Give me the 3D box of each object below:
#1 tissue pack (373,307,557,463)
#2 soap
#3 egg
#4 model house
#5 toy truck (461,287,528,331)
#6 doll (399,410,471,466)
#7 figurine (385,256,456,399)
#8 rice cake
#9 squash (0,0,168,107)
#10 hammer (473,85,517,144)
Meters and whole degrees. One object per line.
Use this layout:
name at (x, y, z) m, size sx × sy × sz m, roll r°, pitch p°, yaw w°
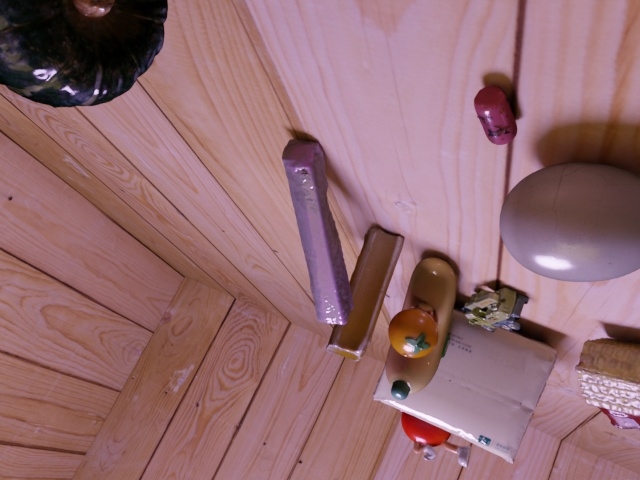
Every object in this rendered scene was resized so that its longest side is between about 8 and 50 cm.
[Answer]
tissue pack at (0.356, 0.331, 1.558) m, size 0.381 × 0.297 × 0.207 m, roll 20°, pitch -178°, yaw 17°
soap at (0.097, 0.125, 1.378) m, size 0.089 × 0.274 × 0.173 m, roll 20°, pitch 164°, yaw 2°
egg at (0.327, -0.023, 0.772) m, size 0.209 × 0.151 × 0.151 m, roll -1°, pitch 150°, yaw 43°
model house at (0.645, 0.282, 1.239) m, size 0.254 × 0.160 × 0.196 m, roll 40°, pitch 160°, yaw -34°
toy truck at (0.381, 0.149, 1.376) m, size 0.100 × 0.077 × 0.169 m, roll 25°, pitch 166°, yaw -6°
doll at (0.302, 0.501, 1.645) m, size 0.217 × 0.183 × 0.085 m, roll 16°, pitch 134°, yaw 19°
figurine at (0.217, 0.192, 1.370) m, size 0.124 × 0.324 × 0.222 m, roll 19°, pitch -158°, yaw 21°
rice cake at (-0.001, 0.000, 1.181) m, size 0.070 × 0.064 × 0.399 m, roll 4°, pitch 120°, yaw 31°
squash at (-0.307, -0.285, 0.743) m, size 0.165 × 0.252 × 0.252 m, roll 25°, pitch 167°, yaw 40°
hammer at (0.211, -0.150, 0.748) m, size 0.043 × 0.043 × 0.083 m, roll 14°, pitch 161°, yaw 37°
